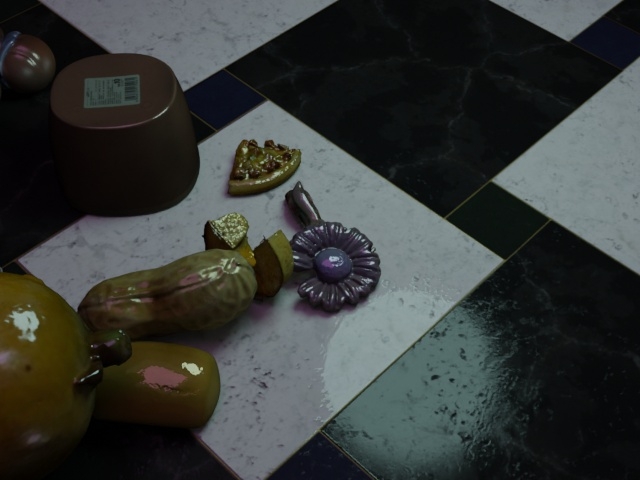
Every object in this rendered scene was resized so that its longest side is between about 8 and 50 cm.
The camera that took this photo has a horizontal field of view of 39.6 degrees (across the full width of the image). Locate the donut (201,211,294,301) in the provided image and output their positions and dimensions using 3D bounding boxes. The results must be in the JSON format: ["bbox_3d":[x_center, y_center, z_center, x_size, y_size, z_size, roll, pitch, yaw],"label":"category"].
[{"bbox_3d":[-0.122,0.029,1.587,0.181,0.146,0.078,15,37,31],"label":"donut"}]

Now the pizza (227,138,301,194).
[{"bbox_3d":[-0.129,-0.156,1.799,0.175,0.046,0.134,-36,59,-27],"label":"pizza"}]

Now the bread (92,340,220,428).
[{"bbox_3d":[-0.272,0.227,1.440,0.217,0.098,0.147,1,53,1],"label":"bread"}]

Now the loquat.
[{"bbox_3d":[-0.456,0.197,1.304,0.359,0.328,0.328,-17,52,-8],"label":"loquat"}]

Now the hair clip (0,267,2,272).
[{"bbox_3d":[-0.657,0.091,1.579,0.220,0.054,0.140,3,54,4],"label":"hair clip"}]

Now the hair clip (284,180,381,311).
[{"bbox_3d":[-0.001,-0.006,1.659,0.173,0.069,0.300,-16,52,-15],"label":"hair clip"}]

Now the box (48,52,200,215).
[{"bbox_3d":[-0.385,-0.216,1.739,0.301,0.216,0.301,2,50,-2],"label":"box"}]

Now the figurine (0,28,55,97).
[{"bbox_3d":[-0.762,-0.462,1.864,0.248,0.388,0.277,3,31,41],"label":"figurine"}]

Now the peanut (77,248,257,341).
[{"bbox_3d":[-0.260,0.097,1.513,0.306,0.147,0.147,-12,50,3],"label":"peanut"}]
